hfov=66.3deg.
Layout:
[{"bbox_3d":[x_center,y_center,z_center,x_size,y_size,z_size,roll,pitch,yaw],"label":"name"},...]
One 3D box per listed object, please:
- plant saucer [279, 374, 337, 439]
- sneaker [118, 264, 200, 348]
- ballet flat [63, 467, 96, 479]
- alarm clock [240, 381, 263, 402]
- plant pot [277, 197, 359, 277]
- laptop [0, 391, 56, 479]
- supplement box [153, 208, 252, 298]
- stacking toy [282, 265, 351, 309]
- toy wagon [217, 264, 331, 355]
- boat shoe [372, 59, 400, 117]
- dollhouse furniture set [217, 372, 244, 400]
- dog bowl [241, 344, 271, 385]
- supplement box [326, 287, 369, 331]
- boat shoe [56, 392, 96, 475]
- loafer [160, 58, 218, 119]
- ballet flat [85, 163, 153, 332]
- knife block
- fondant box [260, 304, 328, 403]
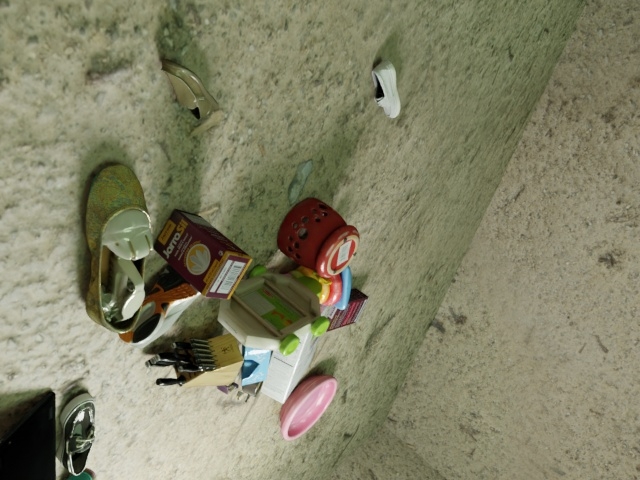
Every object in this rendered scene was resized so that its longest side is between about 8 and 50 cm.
[{"bbox_3d":[-0.062,0.718,2.152,0.332,0.084,0.332,-37,147,-29],"label":"plant saucer"},{"bbox_3d":[-0.345,0.138,1.118,0.262,0.099,0.121,-43,171,-27],"label":"sneaker"},{"bbox_3d":[-0.629,0.649,1.237,0.221,0.077,0.079,-52,170,5],"label":"ballet flat"},{"bbox_3d":[-0.206,0.428,1.621,0.192,0.064,0.129,-65,173,5],"label":"alarm clock"},{"bbox_3d":[0.000,0.000,1.393,0.191,0.174,0.191,-35,145,-29],"label":"plant pot"},{"bbox_3d":[-0.750,0.529,0.947,0.408,0.236,0.382,-63,170,-63],"label":"laptop"},{"bbox_3d":[-0.248,0.027,1.021,0.104,0.188,0.081,-59,151,7],"label":"supplement box"},{"bbox_3d":[-0.067,0.147,1.493,0.301,0.165,0.175,-15,118,-36],"label":"stacking toy"},{"bbox_3d":[-0.102,0.169,1.313,0.344,0.267,0.068,-21,138,-47],"label":"toy wagon"},{"bbox_3d":[0.177,-0.405,1.350,0.063,0.066,0.184,-34,150,-9],"label":"boat shoe"},{"bbox_3d":[-0.265,0.427,1.549,0.081,0.091,0.114,-45,151,-50],"label":"dollhouse furniture set"},{"bbox_3d":[-0.186,0.299,1.409,0.074,0.166,0.297,3,135,-11],"label":"dog bowl"},{"bbox_3d":[0.084,0.267,1.906,0.239,0.073,0.130,-1,120,-58],"label":"supplement box"},{"bbox_3d":[-0.551,0.449,1.130,0.077,0.070,0.219,-15,132,-50],"label":"boat shoe"},{"bbox_3d":[-0.234,-0.264,0.873,0.050,0.056,0.148,-59,152,-6],"label":"loafer"},{"bbox_3d":[-0.370,0.032,0.920,0.123,0.123,0.349,-18,134,-49],"label":"ballet flat"},{"bbox_3d":[-0.338,0.339,1.306,0.242,0.088,0.276,-12,153,-25],"label":"knife block"},{"bbox_3d":[-0.075,0.347,1.657,0.238,0.096,0.330,-45,157,-60],"label":"fondant box"}]
